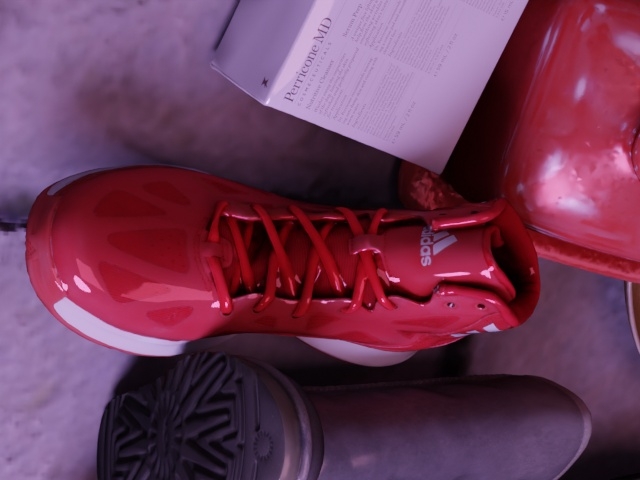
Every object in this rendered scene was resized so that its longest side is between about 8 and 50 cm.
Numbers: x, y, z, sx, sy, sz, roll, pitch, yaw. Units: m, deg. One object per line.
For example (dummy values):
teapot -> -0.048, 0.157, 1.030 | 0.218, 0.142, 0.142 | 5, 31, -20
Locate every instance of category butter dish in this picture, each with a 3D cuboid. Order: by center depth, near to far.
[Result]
butter dish -> 0.135, -0.052, 0.838 | 0.160, 0.118, 0.160 | 16, 105, -15

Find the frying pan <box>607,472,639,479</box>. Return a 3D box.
frying pan -> 0.148, 0.258, 1.049 | 0.197, 0.053, 0.326 | -2, 118, -24

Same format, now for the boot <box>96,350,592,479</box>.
boot -> 0.028, 0.088, 0.833 | 0.208, 0.189, 0.076 | 8, 84, -25

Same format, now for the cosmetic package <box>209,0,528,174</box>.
cosmetic package -> 0.053, -0.156, 0.793 | 0.099, 0.060, 0.239 | 20, 101, -37

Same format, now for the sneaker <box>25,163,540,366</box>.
sneaker -> 0.000, 0.000, 0.784 | 0.221, 0.128, 0.087 | 4, 75, -41

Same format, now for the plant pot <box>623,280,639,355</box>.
plant pot -> 0.247, -0.014, 0.991 | 0.236, 0.032, 0.236 | -12, 117, -25
